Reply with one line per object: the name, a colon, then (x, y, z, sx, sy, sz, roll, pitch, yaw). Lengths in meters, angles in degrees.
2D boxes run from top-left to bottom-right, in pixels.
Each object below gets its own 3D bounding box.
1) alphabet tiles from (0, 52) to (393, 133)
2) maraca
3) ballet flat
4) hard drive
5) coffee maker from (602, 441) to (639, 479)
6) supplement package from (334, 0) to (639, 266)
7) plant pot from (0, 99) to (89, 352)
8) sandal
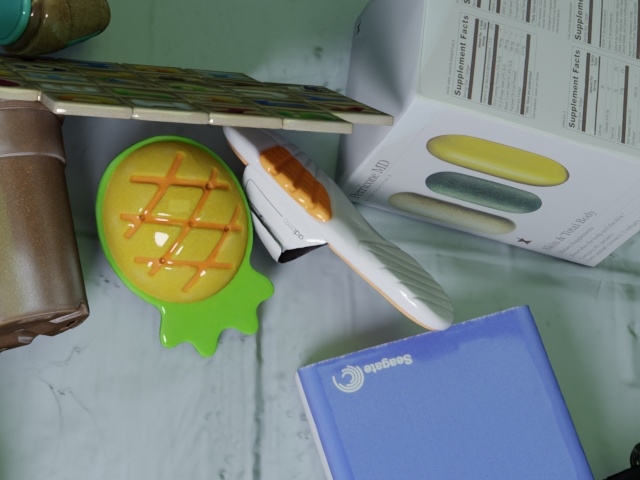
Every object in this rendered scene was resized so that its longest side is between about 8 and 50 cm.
alphabet tiles: (-0.129, -0.121, 1.369, 0.342, 0.285, 0.011, 2, 103, -20)
maraca: (-0.111, 0.004, 1.401, 0.127, 0.099, 0.186, -27, 100, -13)
ballet flat: (-0.265, -0.310, 1.485, 0.124, 0.116, 0.342, -5, 63, -45)
hard drive: (0.127, 0.228, 1.397, 0.210, 0.040, 0.319, -15, 72, -14)
coffee maker: (0.305, 0.201, 1.343, 0.120, 0.178, 0.171, 25, 50, -29)
supplement package: (0.175, -0.128, 1.512, 0.262, 0.199, 0.198, 15, 62, -15)
plant pot: (-0.259, -0.003, 1.315, 0.167, 0.167, 0.165, -11, 79, -26)
sandal: (-0.004, 0.001, 1.440, 0.265, 0.076, 0.102, 45, 18, 18)
